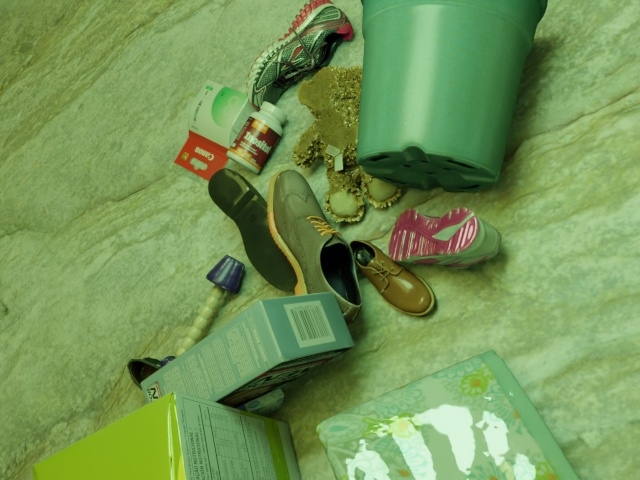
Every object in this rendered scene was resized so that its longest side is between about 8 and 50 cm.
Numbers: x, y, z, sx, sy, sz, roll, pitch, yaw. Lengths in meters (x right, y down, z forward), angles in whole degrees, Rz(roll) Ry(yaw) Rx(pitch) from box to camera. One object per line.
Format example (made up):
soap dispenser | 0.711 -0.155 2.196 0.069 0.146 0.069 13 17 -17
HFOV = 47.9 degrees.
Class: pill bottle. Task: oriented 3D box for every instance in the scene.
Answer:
pill bottle | -0.142 -0.236 1.644 0.086 0.086 0.152 29 88 39

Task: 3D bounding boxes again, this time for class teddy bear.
teddy bear | 0.062 -0.198 1.490 0.245 0.113 0.338 -43 59 20

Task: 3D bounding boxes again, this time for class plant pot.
plant pot | 0.211 -0.277 1.290 0.341 0.341 0.335 4 80 35

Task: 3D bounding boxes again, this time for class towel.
towel | 0.196 0.360 1.044 0.320 0.090 0.375 -19 46 -6

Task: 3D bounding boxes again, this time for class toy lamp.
toy lamp | -0.248 0.160 1.544 0.080 0.080 0.275 24 85 39

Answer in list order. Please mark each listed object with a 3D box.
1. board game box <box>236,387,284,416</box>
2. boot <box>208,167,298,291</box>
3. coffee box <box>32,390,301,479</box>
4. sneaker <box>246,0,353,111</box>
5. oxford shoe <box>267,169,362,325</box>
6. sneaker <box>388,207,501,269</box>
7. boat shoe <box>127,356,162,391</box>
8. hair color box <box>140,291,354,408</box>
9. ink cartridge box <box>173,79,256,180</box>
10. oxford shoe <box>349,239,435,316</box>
board game box | -0.115 0.315 1.351 0.090 0.090 0.020 -20 65 -20
boot | -0.114 -0.024 1.529 0.112 0.115 0.305 -39 72 13
coffee box | -0.240 0.500 1.218 0.337 0.334 0.338 -30 55 20
sneaker | -0.055 -0.414 1.650 0.112 0.121 0.299 46 104 18
oxford shoe | 0.000 0.000 1.387 0.133 0.129 0.364 -47 57 46
sneaker | 0.218 0.007 1.284 0.252 0.111 0.103 4 74 59
boat shoe | -0.328 0.322 1.526 0.233 0.079 0.084 32 87 38
hair color box | -0.140 0.225 1.301 0.374 0.185 0.114 -35 69 36
ink cartridge box | -0.271 -0.272 1.772 0.181 0.056 0.225 28 85 39
oxford shoe | 0.124 0.068 1.334 0.212 0.076 0.076 38 91 38
